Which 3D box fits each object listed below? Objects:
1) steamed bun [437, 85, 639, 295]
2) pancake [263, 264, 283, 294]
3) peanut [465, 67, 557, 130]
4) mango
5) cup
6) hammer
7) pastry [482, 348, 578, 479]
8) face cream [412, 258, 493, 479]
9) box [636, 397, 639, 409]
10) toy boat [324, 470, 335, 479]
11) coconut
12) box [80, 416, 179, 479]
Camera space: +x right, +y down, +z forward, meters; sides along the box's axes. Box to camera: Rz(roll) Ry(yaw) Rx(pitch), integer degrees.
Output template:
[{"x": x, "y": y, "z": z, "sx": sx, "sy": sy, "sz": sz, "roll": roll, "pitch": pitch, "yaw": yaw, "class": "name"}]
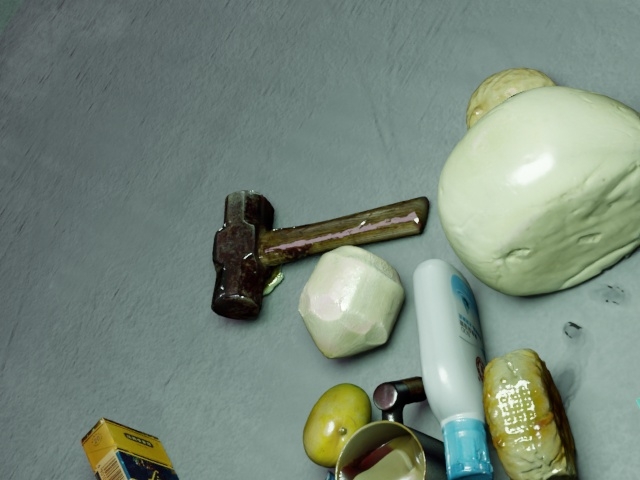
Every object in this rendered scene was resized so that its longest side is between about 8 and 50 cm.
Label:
[{"x": 0.325, "y": -0.093, "z": 1.312, "sx": 0.333, "sy": 0.312, "sz": 0.233, "roll": -28, "pitch": 54, "yaw": 9, "class": "steamed bun"}, {"x": -0.120, "y": 0.057, "z": 1.716, "sx": 0.116, "sy": 0.022, "sz": 0.129, "roll": -43, "pitch": 45, "yaw": 6, "class": "pancake"}, {"x": 0.315, "y": -0.222, "z": 1.518, "sx": 0.159, "sy": 0.109, "sz": 0.140, "roll": -43, "pitch": 20, "yaw": -8, "class": "peanut"}, {"x": 0.027, "y": 0.281, "z": 1.389, "sx": 0.091, "sy": 0.195, "sz": 0.130, "roll": 27, "pitch": 85, "yaw": 6, "class": "mango"}, {"x": 0.111, "y": 0.321, "z": 1.309, "sx": 0.166, "sy": 0.177, "sz": 0.239, "roll": -34, "pitch": 50, "yaw": 15, "class": "cup"}, {"x": 0.000, "y": 0.000, "z": 1.621, "sx": 0.408, "sy": 0.095, "sz": 0.243, "roll": -11, "pitch": 53, "yaw": 18, "class": "hammer"}, {"x": 0.284, "y": 0.247, "z": 1.236, "sx": 0.093, "sy": 0.182, "sz": 0.193, "roll": -21, "pitch": 66, "yaw": 20, "class": "pastry"}, {"x": 0.194, "y": 0.192, "z": 1.302, "sx": 0.080, "sy": 0.163, "sz": 0.337, "roll": -21, "pitch": 44, "yaw": 20, "class": "face cream"}, {"x": 0.460, "y": 0.307, "z": 1.088, "sx": 0.041, "sy": 0.162, "sz": 0.229, "roll": -29, "pitch": 52, "yaw": 18, "class": "box"}, {"x": -0.003, "y": 0.425, "z": 1.404, "sx": 0.060, "sy": 0.060, "sz": 0.137, "roll": 12, "pitch": 77, "yaw": 18, "class": "toy boat"}, {"x": 0.044, "y": 0.107, "z": 1.486, "sx": 0.170, "sy": 0.171, "sz": 0.183, "roll": 19, "pitch": 74, "yaw": 39, "class": "coconut"}, {"x": -0.303, "y": 0.424, "z": 1.547, "sx": 0.070, "sy": 0.152, "sz": 0.237, "roll": -44, "pitch": 49, "yaw": 7, "class": "box"}]
